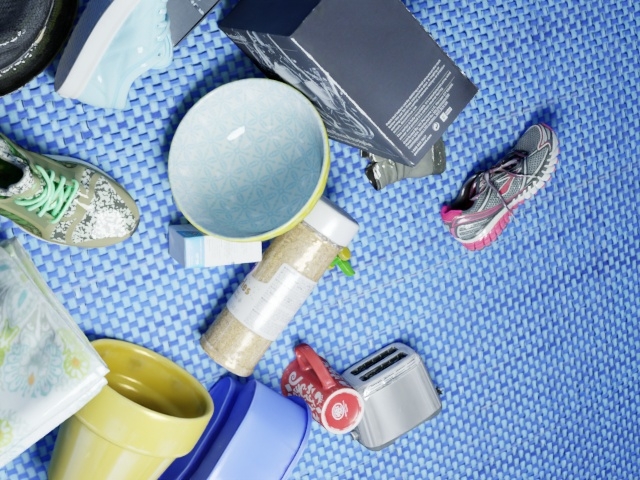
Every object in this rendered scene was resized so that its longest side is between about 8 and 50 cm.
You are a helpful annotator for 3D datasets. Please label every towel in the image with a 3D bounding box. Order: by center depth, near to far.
[{"bbox_3d":[-0.563,0.205,1.581,0.374,0.090,0.320,-37,71,-11],"label":"towel"}]

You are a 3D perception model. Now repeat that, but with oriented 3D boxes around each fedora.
[{"bbox_3d":[-0.518,-0.367,1.525,0.334,0.152,0.333,-6,105,-24],"label":"fedora"}]

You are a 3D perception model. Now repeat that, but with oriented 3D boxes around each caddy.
[{"bbox_3d":[-0.152,0.413,1.835,0.179,0.241,0.341,41,68,-23],"label":"caddy"}]

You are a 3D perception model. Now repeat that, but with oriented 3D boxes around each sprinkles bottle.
[{"bbox_3d":[-0.076,0.079,1.836,0.121,0.121,0.355,32,98,-28],"label":"sprinkles bottle"}]

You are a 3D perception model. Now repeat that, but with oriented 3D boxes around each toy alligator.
[{"bbox_3d":[0.000,0.000,1.928,0.190,0.056,0.051,39,40,-21],"label":"toy alligator"}]

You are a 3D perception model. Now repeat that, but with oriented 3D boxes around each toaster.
[{"bbox_3d":[0.144,0.309,2.028,0.227,0.129,0.146,-28,111,-16],"label":"toaster"}]

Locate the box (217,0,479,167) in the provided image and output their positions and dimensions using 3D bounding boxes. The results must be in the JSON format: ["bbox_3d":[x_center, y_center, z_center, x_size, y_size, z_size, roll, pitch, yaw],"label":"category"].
[{"bbox_3d":[0.037,-0.311,1.697,0.179,0.343,0.312,-49,117,-6],"label":"box"}]

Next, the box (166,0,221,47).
[{"bbox_3d":[-0.267,-0.468,1.671,0.183,0.059,0.232,-47,118,-7],"label":"box"}]

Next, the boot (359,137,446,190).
[{"bbox_3d":[0.152,-0.223,1.926,0.161,0.083,0.246,-12,107,-16],"label":"boot"}]

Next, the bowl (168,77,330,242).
[{"bbox_3d":[-0.108,-0.124,1.763,0.289,0.289,0.156,-56,161,-3],"label":"bowl"}]

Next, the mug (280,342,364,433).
[{"bbox_3d":[-0.005,0.290,1.928,0.113,0.169,0.150,-50,118,-6],"label":"mug"}]

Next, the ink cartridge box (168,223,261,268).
[{"bbox_3d":[-0.174,0.003,1.811,0.180,0.104,0.060,-6,105,-24],"label":"ink cartridge box"}]

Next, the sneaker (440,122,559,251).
[{"bbox_3d":[0.370,-0.120,2.030,0.112,0.121,0.299,41,85,-26],"label":"sneaker"}]

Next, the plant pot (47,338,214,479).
[{"bbox_3d":[-0.349,0.337,1.739,0.254,0.254,0.239,23,102,-28],"label":"plant pot"}]

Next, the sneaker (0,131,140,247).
[{"bbox_3d":[-0.471,-0.082,1.603,0.410,0.182,0.158,24,92,-29],"label":"sneaker"}]

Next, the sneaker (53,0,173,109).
[{"bbox_3d":[-0.286,-0.358,1.602,0.150,0.135,0.366,19,130,-32],"label":"sneaker"}]
